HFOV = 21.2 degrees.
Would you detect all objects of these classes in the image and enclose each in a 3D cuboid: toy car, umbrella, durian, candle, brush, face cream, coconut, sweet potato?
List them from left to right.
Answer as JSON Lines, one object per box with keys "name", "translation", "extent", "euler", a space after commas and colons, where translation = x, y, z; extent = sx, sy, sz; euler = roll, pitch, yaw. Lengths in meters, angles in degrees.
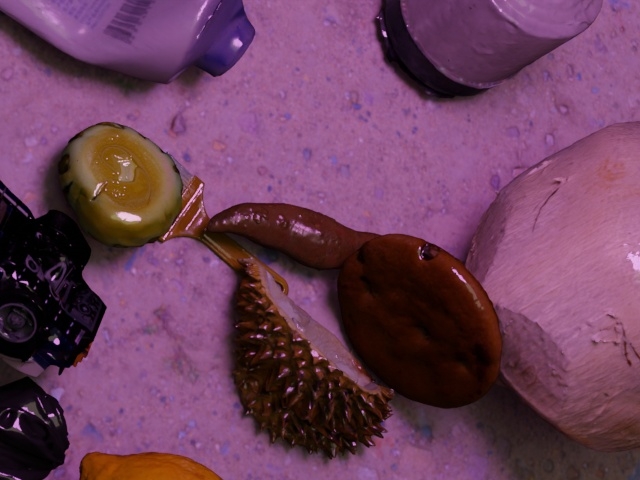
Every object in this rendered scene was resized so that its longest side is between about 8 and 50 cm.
{"name": "umbrella", "translation": [-0.406, 0.208, 1.621], "extent": [0.340, 0.118, 0.118], "euler": [-7, 85, -25]}
{"name": "toy car", "translation": [-0.334, 0.010, 1.651], "extent": [0.118, 0.193, 0.301], "euler": [-39, 107, 18]}
{"name": "face cream", "translation": [-0.255, -0.311, 1.778], "extent": [0.420, 0.137, 0.234], "euler": [33, 70, -9]}
{"name": "brush", "translation": [-0.112, -0.001, 1.849], "extent": [0.205, 0.011, 0.083], "euler": [40, 67, -17]}
{"name": "durian", "translation": [-0.010, 0.131, 1.828], "extent": [0.252, 0.144, 0.139], "euler": [37, 49, -12]}
{"name": "sweet potato", "translation": [0.000, 0.000, 1.878], "extent": [0.274, 0.067, 0.067], "euler": [12, 77, -31]}
{"name": "candle", "translation": [0.213, -0.289, 1.883], "extent": [0.187, 0.330, 0.187], "euler": [9, 71, -26]}
{"name": "coconut", "translation": [0.327, 0.054, 1.888], "extent": [0.346, 0.360, 0.346], "euler": [32, 43, -36]}

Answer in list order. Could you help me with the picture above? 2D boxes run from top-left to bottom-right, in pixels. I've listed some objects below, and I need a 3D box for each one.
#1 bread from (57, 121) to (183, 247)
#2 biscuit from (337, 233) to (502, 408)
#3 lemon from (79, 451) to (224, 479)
{"name": "bread", "translation": [-0.209, -0.054, 1.763], "extent": [0.139, 0.071, 0.130], "euler": [41, 52, 5]}
{"name": "biscuit", "translation": [0.103, 0.091, 1.837], "extent": [0.036, 0.212, 0.212], "euler": [-37, 99, -43]}
{"name": "lemon", "translation": [-0.152, 0.311, 1.682], "extent": [0.188, 0.188, 0.256], "euler": [-44, 96, -25]}
